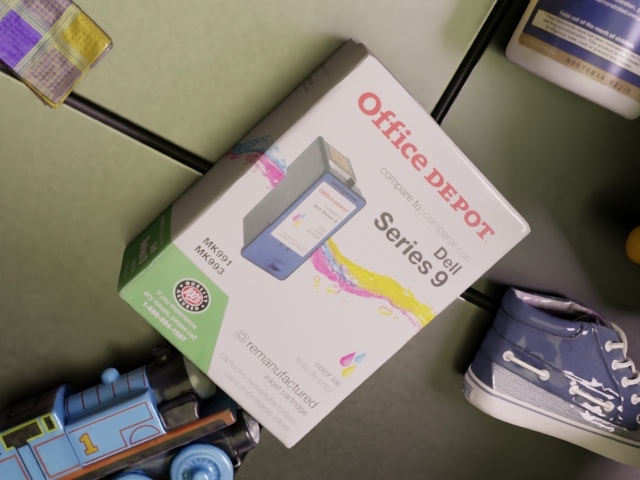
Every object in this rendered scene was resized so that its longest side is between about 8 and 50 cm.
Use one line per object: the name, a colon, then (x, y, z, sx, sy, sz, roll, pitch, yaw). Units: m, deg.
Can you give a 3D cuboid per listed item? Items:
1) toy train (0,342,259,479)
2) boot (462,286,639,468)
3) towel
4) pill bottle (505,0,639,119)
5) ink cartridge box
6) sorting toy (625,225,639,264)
toy train: (-0.137, 0.138, 0.722, 0.184, 0.080, 0.105, -23, 102, 2)
boot: (0.201, 0.098, 0.746, 0.190, 0.069, 0.086, 17, 111, -10)
towel: (-0.177, -0.130, 0.667, 0.060, 0.009, 0.083, -42, 107, 8)
pill bottle: (0.191, -0.167, 0.650, 0.094, 0.094, 0.169, 23, 104, -12)
ink cartridge box: (0.000, 0.000, 0.684, 0.212, 0.093, 0.154, -42, 106, 6)
sorting toy: (0.214, 0.136, 0.693, 0.126, 0.127, 0.365, 22, 96, 19)
